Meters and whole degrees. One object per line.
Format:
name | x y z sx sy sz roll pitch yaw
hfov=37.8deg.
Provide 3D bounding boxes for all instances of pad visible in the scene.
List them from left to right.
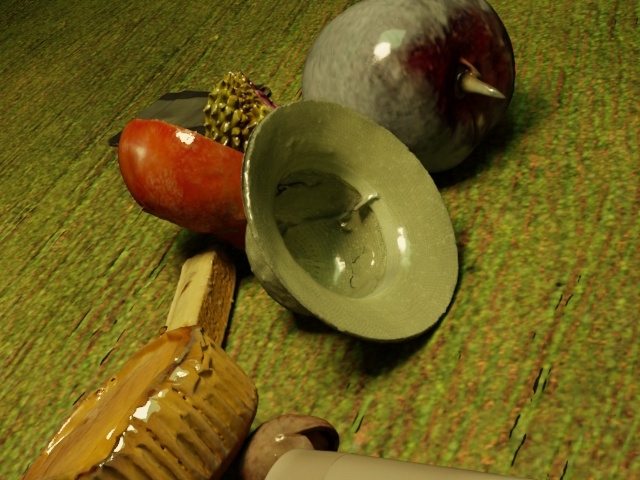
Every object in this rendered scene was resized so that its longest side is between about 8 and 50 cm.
pad | -0.209 -0.203 1.498 0.233 0.022 0.174 3 38 33

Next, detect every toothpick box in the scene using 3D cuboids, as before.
toothpick box | 0.054 0.203 0.630 0.180 0.111 0.111 0 36 27

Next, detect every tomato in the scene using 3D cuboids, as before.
tomato | -0.126 -0.051 1.063 0.236 0.236 0.095 16 83 44

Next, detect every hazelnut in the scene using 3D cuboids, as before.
hazelnut | -0.025 0.175 0.750 0.086 0.086 0.086 -14 31 9

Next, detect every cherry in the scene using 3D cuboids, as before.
cherry | 0.105 -0.192 1.129 0.255 0.218 0.296 -38 25 -30

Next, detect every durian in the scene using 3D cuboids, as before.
durian | -0.069 -0.122 1.190 0.108 0.186 0.119 36 88 41

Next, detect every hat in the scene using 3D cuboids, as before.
hat | 0.000 0.000 0.931 0.130 0.257 0.257 -33 14 45

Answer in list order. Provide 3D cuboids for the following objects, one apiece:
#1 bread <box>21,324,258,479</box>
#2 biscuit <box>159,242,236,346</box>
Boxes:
bread | -0.140 0.166 0.761 0.199 0.104 0.199 -39 15 12
biscuit | -0.131 0.073 0.992 0.056 0.052 0.188 -23 28 17
